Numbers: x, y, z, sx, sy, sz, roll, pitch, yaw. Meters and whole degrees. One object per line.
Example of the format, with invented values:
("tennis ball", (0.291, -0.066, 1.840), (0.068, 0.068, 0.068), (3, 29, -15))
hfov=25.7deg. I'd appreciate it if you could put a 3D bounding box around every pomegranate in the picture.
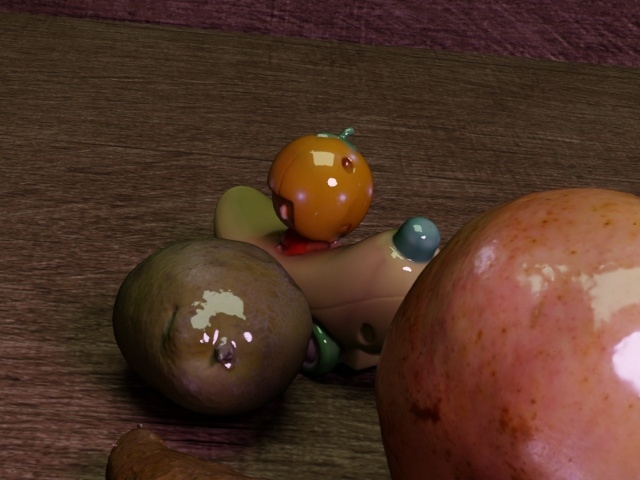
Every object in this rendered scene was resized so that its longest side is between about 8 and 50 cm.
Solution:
("pomegranate", (0.192, 0.135, 0.988), (0.338, 0.338, 0.338), (5, 20, -2))

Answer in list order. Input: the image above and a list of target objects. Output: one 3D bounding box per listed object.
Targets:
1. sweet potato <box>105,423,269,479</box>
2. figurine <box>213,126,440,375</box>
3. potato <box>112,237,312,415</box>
("sweet potato", (-0.042, 0.216, 1.013), (0.341, 0.092, 0.114), (19, 8, 31))
("figurine", (0.000, 0.000, 1.419), (0.124, 0.222, 0.324), (-12, 28, -35))
("potato", (-0.097, 0.080, 1.281), (0.174, 0.159, 0.251), (-24, 13, -6))
